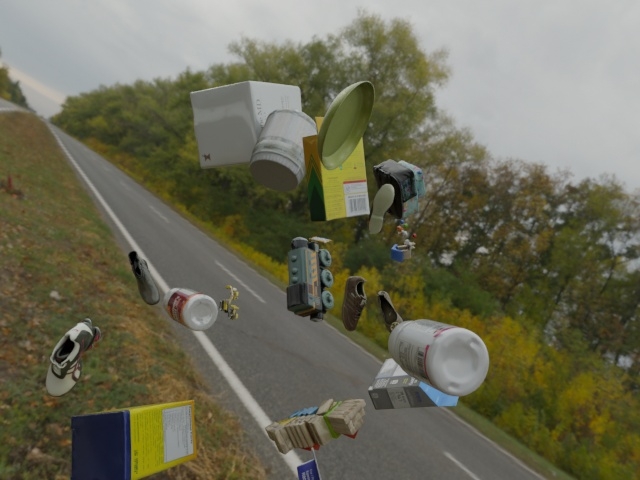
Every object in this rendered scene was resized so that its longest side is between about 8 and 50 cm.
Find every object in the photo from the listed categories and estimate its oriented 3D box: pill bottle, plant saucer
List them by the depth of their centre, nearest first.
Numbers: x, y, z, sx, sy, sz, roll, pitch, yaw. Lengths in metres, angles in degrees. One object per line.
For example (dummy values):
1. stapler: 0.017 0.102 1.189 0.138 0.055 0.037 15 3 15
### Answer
1. plant saucer: 0.059 -0.295 1.281 0.037 0.240 0.241 32 -3 18
2. pill bottle: 0.289 0.289 1.302 0.160 0.160 0.283 30 -9 -12
3. pill bottle: -0.446 0.226 1.705 0.121 0.121 0.221 32 -15 -35

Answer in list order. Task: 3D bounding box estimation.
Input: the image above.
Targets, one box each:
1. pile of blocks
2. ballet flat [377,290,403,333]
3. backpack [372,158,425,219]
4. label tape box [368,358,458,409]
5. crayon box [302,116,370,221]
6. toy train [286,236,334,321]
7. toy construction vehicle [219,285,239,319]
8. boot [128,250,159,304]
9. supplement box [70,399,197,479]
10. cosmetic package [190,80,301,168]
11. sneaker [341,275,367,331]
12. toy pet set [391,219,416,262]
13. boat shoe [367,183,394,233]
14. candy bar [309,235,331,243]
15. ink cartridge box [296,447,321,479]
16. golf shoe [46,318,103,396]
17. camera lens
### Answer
1. pile of blocks: -0.004 0.617 1.654 0.112 0.362 0.149 67 24 -6
2. ballet flat: 0.308 0.323 2.274 0.058 0.084 0.249 46 19 -42
3. backpack: 0.359 -0.230 2.292 0.225 0.191 0.253 41 -33 55
4. label tape box: 0.392 0.564 2.034 0.334 0.105 0.241 -15 12 30
5. crayon box: 0.051 -0.228 1.612 0.202 0.318 0.081 -10 7 -41
6. toy train: -0.047 0.147 1.963 0.142 0.333 0.190 -18 -28 31
7. toy construction vehicle: -0.269 0.190 1.535 0.035 0.098 0.086 1 -13 19
8. boot: -0.821 0.176 2.312 0.161 0.084 0.246 114 -47 -75
9. supplement box: -0.566 0.617 1.568 0.195 0.194 0.356 -11 -16 18
10. cosmetic package: -0.308 -0.504 2.235 0.328 0.329 0.394 -1 11 29
11. sneaker: 0.119 0.214 1.708 0.071 0.188 0.066 -5 -10 43
12. toy pet set: 0.270 0.007 1.725 0.065 0.114 0.122 -7 28 -11
13. boat shoe: 0.156 -0.085 1.320 0.049 0.136 0.043 16 15 1
14. candy bar: 0.000 0.000 2.154 0.161 0.040 0.018 14 -59 62
15. ink cartridge box: 0.006 0.758 1.291 0.324 0.072 0.330 -110 -173 -48
16. golf shoe: -0.773 0.360 1.518 0.105 0.272 0.120 30 9 8
17. camera lens: -0.139 -0.357 1.961 0.220 0.274 0.219 14 -27 7
